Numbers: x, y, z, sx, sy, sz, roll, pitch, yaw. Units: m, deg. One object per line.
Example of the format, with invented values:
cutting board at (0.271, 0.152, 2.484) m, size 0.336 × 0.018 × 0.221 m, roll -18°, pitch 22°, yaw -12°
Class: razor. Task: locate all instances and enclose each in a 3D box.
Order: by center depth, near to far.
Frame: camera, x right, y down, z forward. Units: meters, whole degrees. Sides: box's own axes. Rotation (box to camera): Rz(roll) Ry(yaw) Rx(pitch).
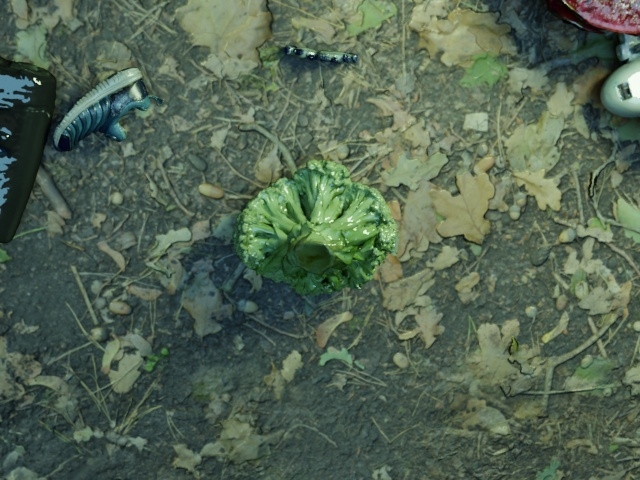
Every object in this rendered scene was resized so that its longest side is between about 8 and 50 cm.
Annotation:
razor at (-0.587, -0.164, 1.697) m, size 0.189 × 0.107 × 0.327 m, roll 16°, pitch 103°, yaw -13°

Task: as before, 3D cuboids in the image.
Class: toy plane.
toy plane at (0.664, -0.307, 1.852) m, size 0.266 × 0.122 × 0.267 m, roll 0°, pitch 87°, yaw -4°

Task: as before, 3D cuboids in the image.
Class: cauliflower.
cauliflower at (0.000, 0.000, 1.763) m, size 0.275 × 0.250 × 0.272 m, roll -41°, pitch 105°, yaw 8°

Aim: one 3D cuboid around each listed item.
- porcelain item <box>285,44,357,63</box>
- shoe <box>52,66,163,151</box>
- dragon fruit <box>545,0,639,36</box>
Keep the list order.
porcelain item at (0.005, -0.338, 1.761) m, size 0.136 × 0.075 × 0.021 m, roll 5°, pitch 103°, yaw -10°
shoe at (-0.387, -0.220, 1.721) m, size 0.207 × 0.091 × 0.106 m, roll -35°, pitch 102°, yaw -2°
dragon fruit at (0.552, -0.559, 1.707) m, size 0.371 × 0.249 × 0.386 m, roll -13°, pitch 103°, yaw 11°
